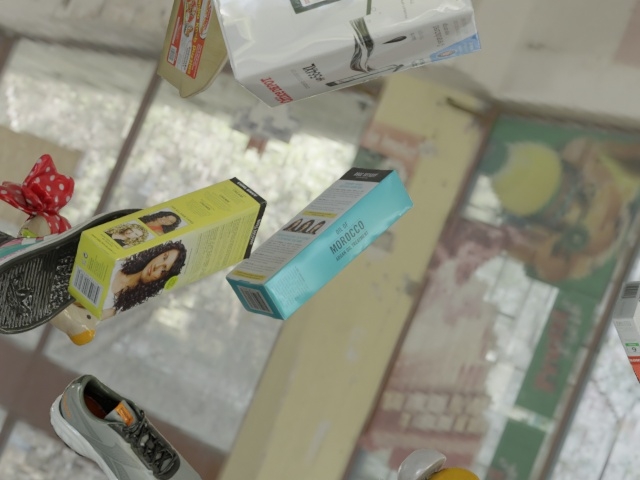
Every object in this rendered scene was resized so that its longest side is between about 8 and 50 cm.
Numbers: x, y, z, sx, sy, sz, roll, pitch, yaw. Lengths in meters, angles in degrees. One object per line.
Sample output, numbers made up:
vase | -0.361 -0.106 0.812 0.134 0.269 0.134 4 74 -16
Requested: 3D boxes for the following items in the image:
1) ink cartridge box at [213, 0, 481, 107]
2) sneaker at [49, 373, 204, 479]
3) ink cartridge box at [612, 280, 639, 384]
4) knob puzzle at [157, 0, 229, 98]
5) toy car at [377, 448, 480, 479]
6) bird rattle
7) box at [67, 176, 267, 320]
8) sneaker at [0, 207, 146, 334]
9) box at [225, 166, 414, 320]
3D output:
ink cartridge box | 0.027 -0.188 1.126 0.203 0.086 0.148 -16 -6 8
sneaker | -0.274 0.301 1.922 0.271 0.108 0.100 37 40 4
ink cartridge box | 0.374 0.109 1.532 0.029 0.063 0.115 -6 -51 33
knob puzzle | -0.166 -0.295 1.898 0.030 0.213 0.213 6 5 -34
toy car | 0.135 0.378 1.729 0.159 0.182 0.136 47 -29 21
bird rattle | -0.356 0.027 1.720 0.207 0.143 0.253 57 9 -33
box | -0.161 0.006 1.423 0.058 0.087 0.232 37 38 24
sneaker | -0.320 0.031 1.550 0.178 0.124 0.295 6 18 43
box | 0.000 0.000 1.701 0.100 0.244 0.060 9 -46 56
